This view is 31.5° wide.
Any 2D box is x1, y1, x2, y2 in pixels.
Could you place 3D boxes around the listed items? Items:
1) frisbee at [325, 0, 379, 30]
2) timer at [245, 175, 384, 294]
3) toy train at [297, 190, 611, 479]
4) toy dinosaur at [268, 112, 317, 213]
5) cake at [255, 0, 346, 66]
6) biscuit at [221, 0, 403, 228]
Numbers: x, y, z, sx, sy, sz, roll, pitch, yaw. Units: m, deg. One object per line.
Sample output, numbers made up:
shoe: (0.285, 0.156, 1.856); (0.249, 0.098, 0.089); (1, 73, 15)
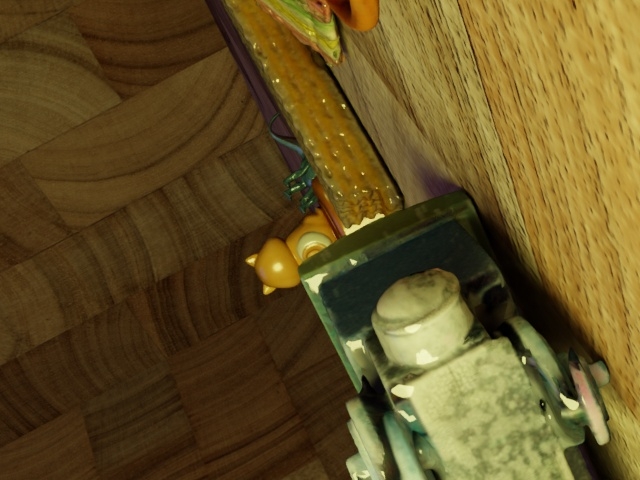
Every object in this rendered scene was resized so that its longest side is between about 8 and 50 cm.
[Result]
frisbee: (-0.014, -0.182, 0.494); (0.192, 0.035, 0.192); (63, 179, 2)
timer: (0.000, 0.000, 1.131); (0.132, 0.152, 0.132); (62, 179, 2)
toy train: (0.095, 0.131, 0.629); (0.202, 0.131, 0.300); (-117, 2, -69)
toy dinosaur: (-0.009, -0.081, 1.402); (0.197, 0.080, 0.045); (49, 168, 20)
cake: (-0.049, -0.231, 0.807); (0.225, 0.090, 0.109); (43, 173, 9)
biscuit: (-0.035, -0.173, 1.052); (0.379, 0.054, 0.094); (61, 179, 15)
